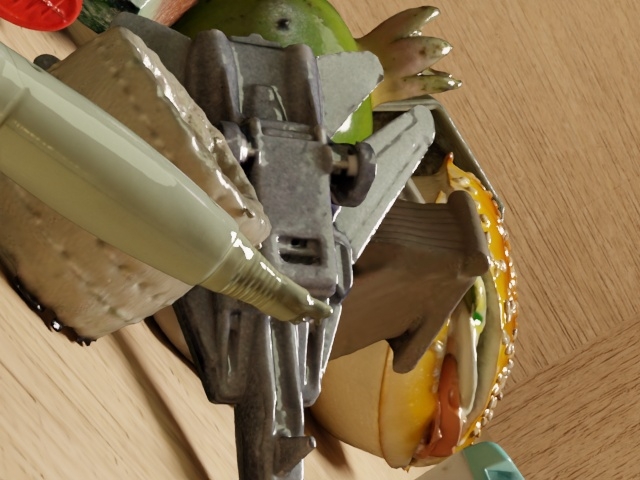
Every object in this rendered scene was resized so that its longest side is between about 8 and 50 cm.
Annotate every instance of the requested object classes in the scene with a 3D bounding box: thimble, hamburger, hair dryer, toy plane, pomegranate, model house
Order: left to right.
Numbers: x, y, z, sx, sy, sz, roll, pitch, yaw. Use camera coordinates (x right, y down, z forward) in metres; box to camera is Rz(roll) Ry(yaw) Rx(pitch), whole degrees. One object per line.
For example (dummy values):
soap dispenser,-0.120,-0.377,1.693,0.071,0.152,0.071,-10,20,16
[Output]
hair dryer,-0.090,-0.045,0.516,0.237,0.075,0.206,38,8,-25
thimble,-0.083,-0.021,0.626,0.115,0.090,0.102,52,4,-46
toy plane,-0.024,0.023,0.711,0.088,0.212,0.267,134,-44,-53
pomegranate,-0.014,-0.108,1.122,0.187,0.225,0.187,164,-90,-85
model house,-0.003,0.008,0.881,0.229,0.188,0.122,-105,179,-74
hamburger,0.067,0.057,1.118,0.237,0.147,0.236,9,90,-84

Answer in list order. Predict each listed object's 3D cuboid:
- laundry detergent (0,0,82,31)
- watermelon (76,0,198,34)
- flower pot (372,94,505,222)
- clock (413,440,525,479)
laundry detergent,-0.185,-0.190,0.868,0.097,0.049,0.165,44,14,-52
watermelon,-0.130,-0.266,1.025,0.148,0.226,0.318,116,-35,-69
flower pot,0.052,-0.039,1.538,0.239,0.209,0.189,57,4,-9
clock,0.139,0.290,1.003,0.262,0.116,0.231,53,12,-49
